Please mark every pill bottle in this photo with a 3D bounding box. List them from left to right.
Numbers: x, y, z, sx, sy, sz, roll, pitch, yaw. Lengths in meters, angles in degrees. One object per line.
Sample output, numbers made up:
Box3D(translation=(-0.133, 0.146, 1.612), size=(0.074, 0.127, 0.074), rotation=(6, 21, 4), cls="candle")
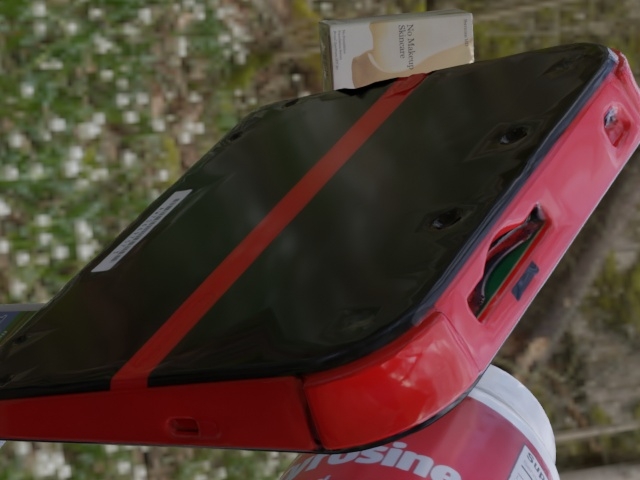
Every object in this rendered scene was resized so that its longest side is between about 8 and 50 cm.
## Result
Box3D(translation=(0.065, 0.248, 1.253), size=(0.407, 0.229, 0.229), rotation=(-46, 145, -63), cls="pill bottle")

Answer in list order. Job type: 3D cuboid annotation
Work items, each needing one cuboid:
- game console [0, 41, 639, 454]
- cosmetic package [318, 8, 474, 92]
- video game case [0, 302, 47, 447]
Box3D(translation=(0.000, 0.000, 0.986), size=(0.342, 0.386, 0.060), rotation=(-8, -63, 38), cls="game console")
Box3D(translation=(0.059, -0.145, 1.226), size=(0.041, 0.115, 0.060), rotation=(-133, -143, -71), cls="cosmetic package")
Box3D(translation=(-0.365, 0.172, 1.264), size=(0.300, 0.329, 0.036), rotation=(-4, -52, 45), cls="video game case")
